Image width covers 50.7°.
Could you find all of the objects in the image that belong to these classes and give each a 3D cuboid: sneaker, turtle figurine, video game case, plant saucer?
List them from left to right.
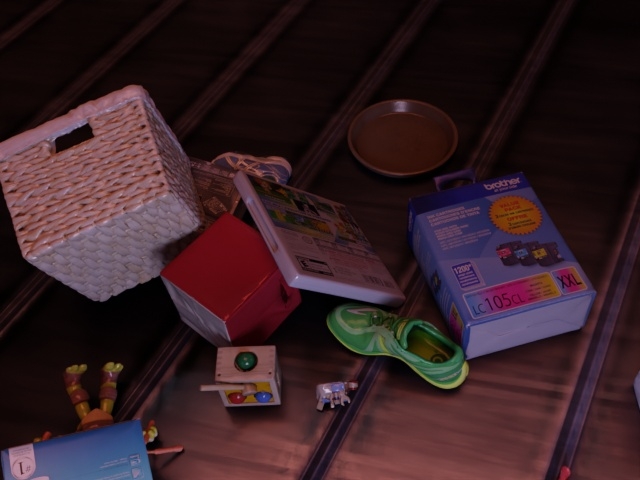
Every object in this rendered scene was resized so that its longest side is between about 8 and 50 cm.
[{"bbox_3d":[-0.403,0.341,1.261,0.269,0.087,0.217,-4,57,-19],"label":"turtle figurine"},{"bbox_3d":[-0.177,-0.163,1.643,0.211,0.080,0.081,0,49,6],"label":"sneaker"},{"bbox_3d":[0.000,0.000,1.391,0.036,0.329,0.300,-49,50,24],"label":"video game case"},{"bbox_3d":[0.153,0.181,1.318,0.295,0.123,0.109,20,56,20],"label":"sneaker"},{"bbox_3d":[0.207,-0.255,1.711,0.277,0.041,0.278,-3,51,3],"label":"plant saucer"}]

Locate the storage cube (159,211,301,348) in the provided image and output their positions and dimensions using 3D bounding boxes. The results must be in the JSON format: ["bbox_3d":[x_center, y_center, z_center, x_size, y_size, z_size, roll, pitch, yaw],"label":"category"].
[{"bbox_3d":[-0.178,0.097,1.374,0.215,0.184,0.193,31,62,25],"label":"storage cube"}]

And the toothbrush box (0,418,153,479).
[{"bbox_3d":[-0.367,0.460,1.061,0.216,0.126,0.296,-9,63,-26],"label":"toothbrush box"}]

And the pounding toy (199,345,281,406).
[{"bbox_3d":[-0.146,0.262,1.267,0.130,0.141,0.100,-3,52,3],"label":"pounding toy"}]

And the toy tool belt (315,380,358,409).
[{"bbox_3d":[0.032,0.296,1.291,0.083,0.052,0.051,-5,83,5],"label":"toy tool belt"}]

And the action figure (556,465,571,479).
[{"bbox_3d":[0.324,0.464,1.078,0.280,0.139,0.091,-33,55,-17],"label":"action figure"}]

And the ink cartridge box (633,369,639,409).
[{"bbox_3d":[0.716,0.256,1.165,0.272,0.197,0.114,1,52,6],"label":"ink cartridge box"}]

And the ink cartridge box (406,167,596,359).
[{"bbox_3d":[0.347,0.021,1.416,0.269,0.151,0.396,-14,50,-6],"label":"ink cartridge box"}]

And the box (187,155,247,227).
[{"bbox_3d":[-0.289,-0.096,1.586,0.231,0.056,0.183,16,72,17],"label":"box"}]

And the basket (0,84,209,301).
[{"bbox_3d":[-0.428,-0.084,1.395,0.328,0.331,0.266,-24,67,-2],"label":"basket"}]
